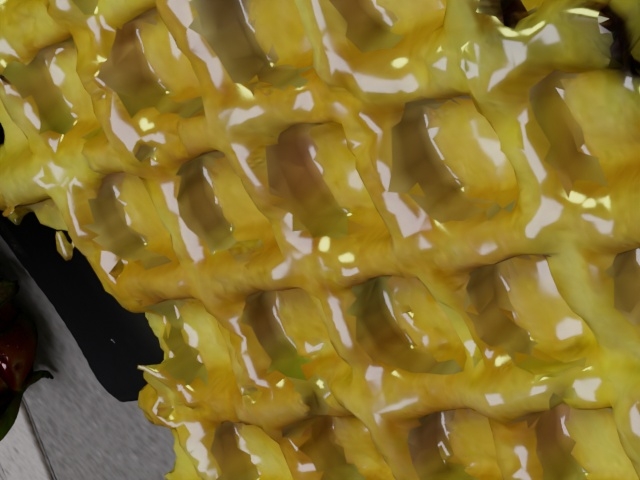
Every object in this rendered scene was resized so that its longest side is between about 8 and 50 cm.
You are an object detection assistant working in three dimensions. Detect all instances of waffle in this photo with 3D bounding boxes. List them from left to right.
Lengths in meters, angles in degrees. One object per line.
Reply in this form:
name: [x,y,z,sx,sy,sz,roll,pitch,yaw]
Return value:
waffle: [0.007,0.007,0.402,0.301,0.058,0.281,48,138,3]

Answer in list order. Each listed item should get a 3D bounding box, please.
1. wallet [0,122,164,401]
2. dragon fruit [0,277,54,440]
wallet: [-0.113,-0.035,0.548,0.250,0.044,0.149,56,152,-11]
dragon fruit: [-0.205,0.047,0.698,0.138,0.175,0.142,43,118,-8]
